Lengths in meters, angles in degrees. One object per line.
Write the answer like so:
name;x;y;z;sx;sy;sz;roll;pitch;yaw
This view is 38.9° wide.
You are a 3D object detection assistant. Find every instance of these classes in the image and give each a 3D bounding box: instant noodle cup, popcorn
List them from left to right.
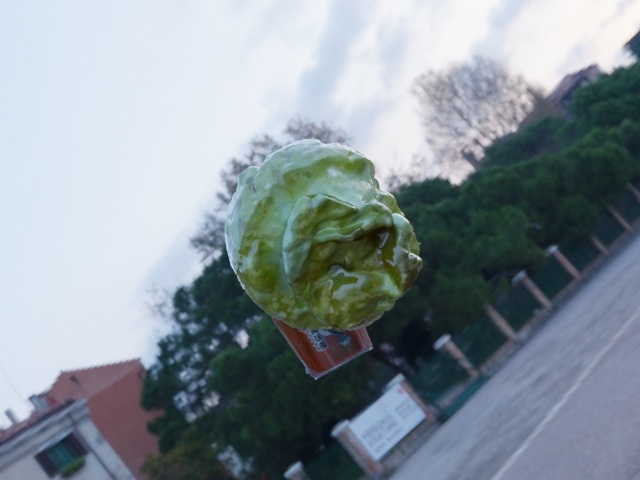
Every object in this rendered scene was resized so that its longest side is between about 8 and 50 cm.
instant noodle cup;-0.003;0.096;1.142;0.127;0.135;0.127;-28;-7;-3
popcorn;0.000;0.000;0.991;0.204;0.221;0.183;-44;33;14
